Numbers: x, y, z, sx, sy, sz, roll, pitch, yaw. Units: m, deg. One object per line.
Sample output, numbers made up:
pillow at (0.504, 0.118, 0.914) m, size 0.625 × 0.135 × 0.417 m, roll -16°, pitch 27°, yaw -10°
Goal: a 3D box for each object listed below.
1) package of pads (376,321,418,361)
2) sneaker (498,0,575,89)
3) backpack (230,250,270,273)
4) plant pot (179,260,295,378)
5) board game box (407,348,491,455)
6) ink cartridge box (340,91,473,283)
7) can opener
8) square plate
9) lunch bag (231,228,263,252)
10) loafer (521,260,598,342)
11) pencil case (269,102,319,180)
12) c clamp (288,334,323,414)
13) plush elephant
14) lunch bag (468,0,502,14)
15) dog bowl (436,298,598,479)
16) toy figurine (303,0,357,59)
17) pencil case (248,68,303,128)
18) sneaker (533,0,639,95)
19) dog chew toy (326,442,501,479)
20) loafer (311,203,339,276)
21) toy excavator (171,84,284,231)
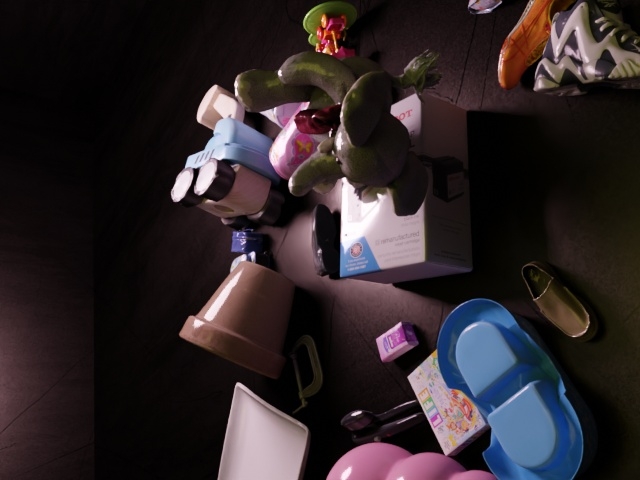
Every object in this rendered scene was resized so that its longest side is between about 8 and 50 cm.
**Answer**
package of pads at (0.145, 0.195, 1.096) m, size 0.083 × 0.032 × 0.050 m, roll -43°, pitch 52°, yaw 39°
sneaker at (0.346, -0.326, 0.929) m, size 0.067 × 0.064 × 0.175 m, roll 43°, pitch 119°, yaw 39°
backpack at (-0.195, 0.089, 1.541) m, size 0.114 × 0.084 × 0.105 m, roll -31°, pitch 55°, yaw 49°
plant pot at (-0.174, 0.178, 1.380) m, size 0.263 × 0.263 × 0.229 m, roll 7°, pitch 71°, yaw 54°
board game box at (0.219, 0.271, 0.980) m, size 0.103 × 0.026 × 0.154 m, roll -54°, pitch 43°, yaw 31°
ink cartridge box at (0.153, -0.086, 1.072) m, size 0.223 × 0.129 × 0.307 m, roll -16°, pitch 69°, yaw 51°
can opener at (0.123, 0.342, 1.070) m, size 0.186 × 0.073 × 0.059 m, roll -27°, pitch 52°, yaw 37°
square plate at (-0.140, 0.560, 1.379) m, size 0.344 × 0.049 × 0.347 m, roll 9°, pitch 89°, yaw 54°
lunch bag at (-0.201, 0.001, 1.581) m, size 0.098 × 0.067 × 0.065 m, roll 0°, pitch 88°, yaw 53°
loafer at (0.342, 0.088, 0.839) m, size 0.056 × 0.050 × 0.148 m, roll -59°, pitch 41°, yaw 27°
pencil case at (-0.010, -0.264, 1.353) m, size 0.284 × 0.124 × 0.124 m, roll -47°, pitch 47°, yaw 37°
c clamp at (-0.043, 0.307, 1.332) m, size 0.137 × 0.022 × 0.160 m, roll -39°, pitch 53°, yaw 43°
plush elephant at (0.045, -0.161, 0.903) m, size 0.330 × 0.272 × 0.255 m, roll -19°, pitch 37°, yaw 22°
lunch bag at (0.299, -0.454, 1.030) m, size 0.083 × 0.053 × 0.071 m, roll -164°, pitch 85°, yaw -80°
dog bowl at (0.291, 0.224, 0.856) m, size 0.166 × 0.074 × 0.297 m, roll -53°, pitch 44°, yaw 32°
toy figurine at (0.031, -0.446, 1.362) m, size 0.173 × 0.130 × 0.159 m, roll 136°, pitch 125°, yaw -68°
pencil case at (-0.126, -0.380, 1.531) m, size 0.273 × 0.124 × 0.113 m, roll 40°, pitch 113°, yaw 49°
sneaker at (0.412, -0.291, 0.799) m, size 0.235 × 0.094 × 0.153 m, roll -165°, pitch 77°, yaw -64°
dog chew toy at (0.158, 0.424, 0.894) m, size 0.332 × 0.207 × 0.206 m, roll -19°, pitch 67°, yaw 41°
loafer at (0.000, 0.000, 1.320) m, size 0.061 × 0.062 × 0.170 m, roll -31°, pitch 56°, yaw 52°
toy excavator at (-0.254, -0.270, 1.643) m, size 0.433 × 0.222 × 0.445 m, roll -5°, pitch 65°, yaw 51°
